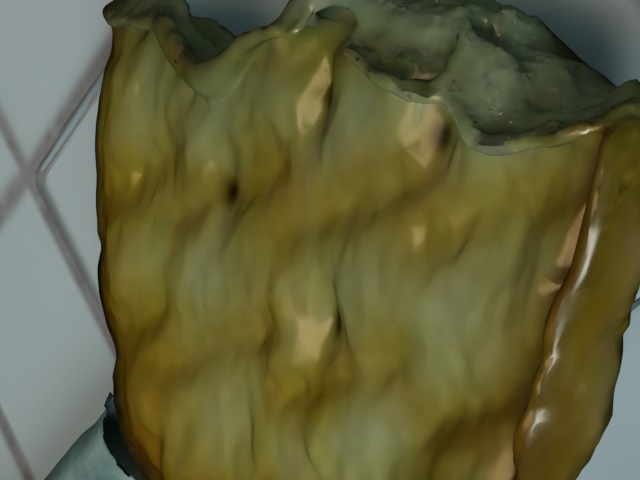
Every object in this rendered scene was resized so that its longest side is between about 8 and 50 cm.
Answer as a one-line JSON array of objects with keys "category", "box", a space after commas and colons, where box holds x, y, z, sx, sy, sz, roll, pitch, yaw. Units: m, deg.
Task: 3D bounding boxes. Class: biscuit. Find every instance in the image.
[{"category": "biscuit", "box": [0.000, 0.000, 0.710, 0.329, 0.078, 0.335, -57, 48, 36]}]

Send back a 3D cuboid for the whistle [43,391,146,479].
[{"category": "whistle", "box": [-0.148, 0.175, 0.949, 0.062, 0.062, 0.312, 59, 136, 18]}]
